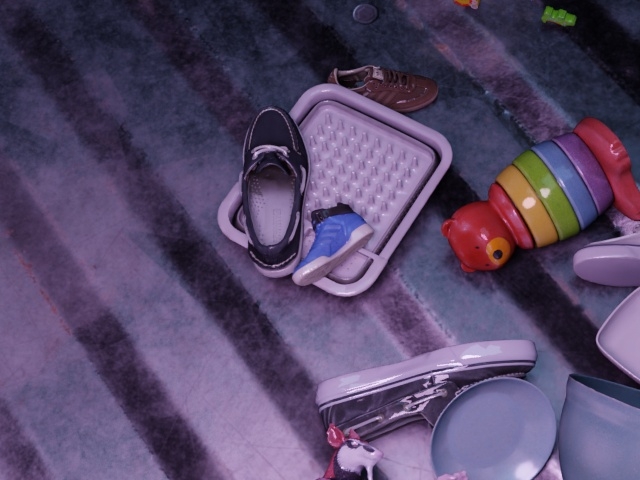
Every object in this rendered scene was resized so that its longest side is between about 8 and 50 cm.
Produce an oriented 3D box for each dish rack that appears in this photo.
[{"bbox_3d":[0.027,-0.076,1.963,0.286,0.072,0.332,27,69,19],"label":"dish rack"}]

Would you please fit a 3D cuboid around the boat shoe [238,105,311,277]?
[{"bbox_3d":[-0.070,-0.095,1.892,0.114,0.091,0.302,-8,62,1],"label":"boat shoe"}]

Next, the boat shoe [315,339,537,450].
[{"bbox_3d":[0.163,0.232,1.784,0.335,0.121,0.119,-16,71,9],"label":"boat shoe"}]

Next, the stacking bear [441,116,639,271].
[{"bbox_3d":[0.330,-0.054,1.878,0.289,0.175,0.164,-31,37,1],"label":"stacking bear"}]

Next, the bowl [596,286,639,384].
[{"bbox_3d":[0.497,0.152,1.810,0.142,0.053,0.142,40,74,22],"label":"bowl"}]

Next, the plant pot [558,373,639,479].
[{"bbox_3d":[0.446,0.320,1.629,0.293,0.293,0.196,18,93,14],"label":"plant pot"}]

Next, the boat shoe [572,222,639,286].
[{"bbox_3d":[0.517,0.009,1.858,0.268,0.096,0.088,-4,59,2],"label":"boat shoe"}]

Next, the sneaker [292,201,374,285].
[{"bbox_3d":[0.000,0.000,1.853,0.152,0.058,0.084,-36,71,-18],"label":"sneaker"}]

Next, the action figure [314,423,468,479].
[{"bbox_3d":[0.047,0.430,1.647,0.248,0.275,0.370,10,52,-17],"label":"action figure"}]

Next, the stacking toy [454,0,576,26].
[{"bbox_3d":[0.362,-0.468,2.141,0.221,0.052,0.167,17,68,12],"label":"stacking toy"}]

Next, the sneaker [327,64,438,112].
[{"bbox_3d":[0.105,-0.260,2.047,0.188,0.071,0.066,-2,63,6],"label":"sneaker"}]

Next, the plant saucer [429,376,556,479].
[{"bbox_3d":[0.241,0.277,1.732,0.195,0.195,0.037,-26,24,-7],"label":"plant saucer"}]
